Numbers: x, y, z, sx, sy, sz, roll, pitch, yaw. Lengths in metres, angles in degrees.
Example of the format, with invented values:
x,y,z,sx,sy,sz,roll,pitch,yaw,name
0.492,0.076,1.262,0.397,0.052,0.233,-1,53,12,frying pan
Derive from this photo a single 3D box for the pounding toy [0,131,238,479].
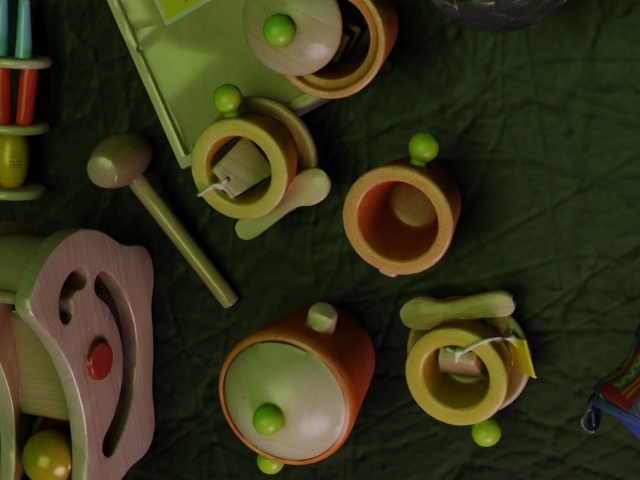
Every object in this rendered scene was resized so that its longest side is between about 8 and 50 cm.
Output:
x,y,z,sx,sy,sz,roll,pitch,yaw,name
-0.160,0.064,0.971,0.154,0.154,0.270,6,102,24,pounding toy

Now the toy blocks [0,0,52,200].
x,y,z,sx,sy,sz,roll,pitch,yaw,name
-0.260,-0.112,1.041,0.123,0.054,0.148,10,104,22,toy blocks

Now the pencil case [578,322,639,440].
x,y,z,sx,sy,sz,roll,pitch,yaw,name
0.262,-0.007,0.739,0.119,0.133,0.306,28,89,-3,pencil case

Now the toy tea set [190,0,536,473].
x,y,z,sx,sy,sz,roll,pitch,yaw,name
0.000,0.000,0.876,0.200,0.124,0.336,-14,103,25,toy tea set

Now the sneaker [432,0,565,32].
x,y,z,sx,sy,sz,roll,pitch,yaw,name
0.117,-0.282,0.766,0.129,0.147,0.330,7,103,9,sneaker

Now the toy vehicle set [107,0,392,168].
x,y,z,sx,sy,sz,roll,pitch,yaw,name
-0.077,-0.204,0.949,0.166,0.035,0.267,-24,89,26,toy vehicle set
